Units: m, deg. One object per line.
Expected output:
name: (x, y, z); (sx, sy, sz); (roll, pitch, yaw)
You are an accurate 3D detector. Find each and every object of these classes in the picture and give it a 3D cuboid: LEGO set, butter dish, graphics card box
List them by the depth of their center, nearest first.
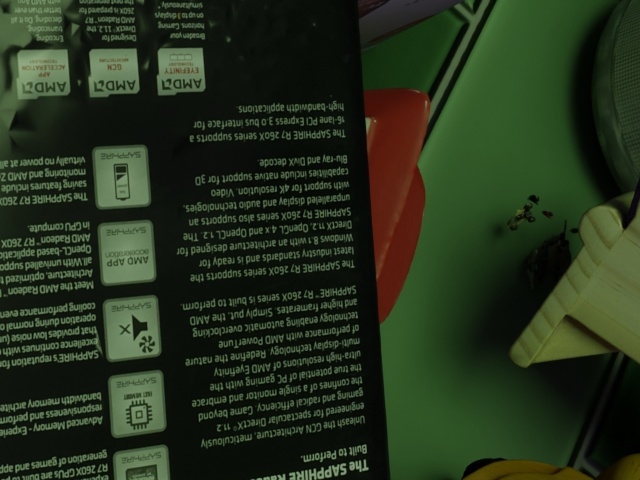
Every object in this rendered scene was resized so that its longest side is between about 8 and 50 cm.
graphics card box: (-0.096, -0.028, 0.685); (0.233, 0.094, 0.370); (-6, 93, -33)
butter dish: (0.000, 0.000, 1.070); (0.118, 0.160, 0.160); (47, 54, -45)
LEGO set: (0.155, 0.003, 1.231); (0.054, 0.023, 0.083); (-33, 114, -23)

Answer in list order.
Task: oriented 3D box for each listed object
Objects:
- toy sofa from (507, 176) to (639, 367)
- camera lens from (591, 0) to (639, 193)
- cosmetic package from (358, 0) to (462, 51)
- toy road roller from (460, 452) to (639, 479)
toy sofa: (0.316, 0.095, 1.117); (0.362, 0.177, 0.150); (36, 15, 13)
camera lens: (0.343, -0.113, 1.238); (0.219, 0.274, 0.219); (9, 74, -34)
cosmetic package: (-0.038, -0.144, 0.973); (0.377, 0.284, 0.097); (-22, 93, -36)
toy road roller: (0.195, 0.255, 1.033); (0.330, 0.240, 0.202); (29, 62, -2)
